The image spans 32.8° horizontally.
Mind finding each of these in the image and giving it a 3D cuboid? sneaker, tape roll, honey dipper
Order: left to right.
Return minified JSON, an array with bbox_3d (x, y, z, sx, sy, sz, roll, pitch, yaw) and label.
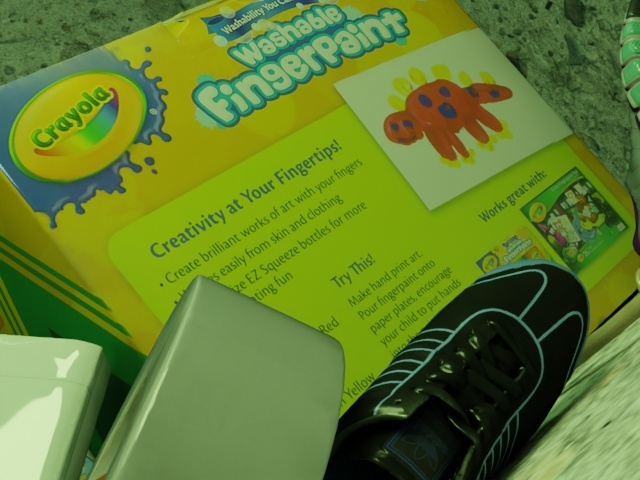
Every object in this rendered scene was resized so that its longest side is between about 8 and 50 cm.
[{"bbox_3d":[-0.070,0.127,0.474,0.219,0.072,0.219,-60,9,16],"label":"tape roll"},{"bbox_3d":[0.058,0.088,0.510,0.232,0.081,0.090,-44,-3,-20],"label":"sneaker"},{"bbox_3d":[0.156,0.053,0.598,0.030,0.030,0.161,-31,-16,-47],"label":"honey dipper"},{"bbox_3d":[0.247,-0.087,0.800,0.098,0.083,0.224,113,166,-61],"label":"sneaker"}]

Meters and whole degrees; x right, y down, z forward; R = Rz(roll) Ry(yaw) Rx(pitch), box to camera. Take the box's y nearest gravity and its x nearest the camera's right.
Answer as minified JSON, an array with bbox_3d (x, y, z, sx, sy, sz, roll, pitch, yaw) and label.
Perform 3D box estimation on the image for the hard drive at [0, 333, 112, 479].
[{"bbox_3d":[-0.246,0.183,0.562,0.040,0.202,0.308,81,-165,-50],"label":"hard drive"}]

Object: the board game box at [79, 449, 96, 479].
[{"bbox_3d":[-0.235,0.206,0.692,0.242,0.316,0.064,-31,-14,-44],"label":"board game box"}]

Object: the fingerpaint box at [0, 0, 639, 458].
[{"bbox_3d":[0.000,0.000,0.822,0.444,0.371,0.163,-34,-10,-39],"label":"fingerpaint box"}]
